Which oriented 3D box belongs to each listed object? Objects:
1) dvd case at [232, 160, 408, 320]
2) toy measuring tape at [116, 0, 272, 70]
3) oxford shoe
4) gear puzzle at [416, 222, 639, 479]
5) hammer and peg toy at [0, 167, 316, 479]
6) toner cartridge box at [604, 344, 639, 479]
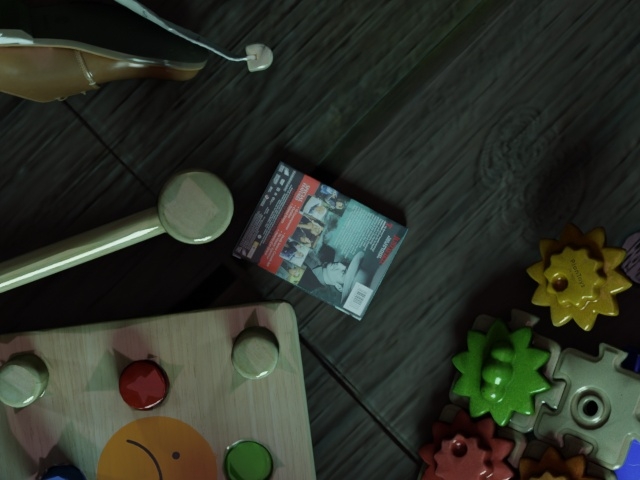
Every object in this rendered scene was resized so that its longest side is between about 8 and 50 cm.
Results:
[{"bbox_3d":[0.000,0.000,1.536,0.119,0.013,0.087,27,91,-2],"label":"dvd case"},{"bbox_3d":[-0.169,-0.249,1.471,0.330,0.121,0.121,26,91,-3],"label":"toy measuring tape"},{"bbox_3d":[-0.196,-0.145,1.505,0.212,0.076,0.076,5,122,-6],"label":"oxford shoe"},{"bbox_3d":[0.169,0.149,1.493,0.175,0.044,0.339,21,93,26],"label":"gear puzzle"},{"bbox_3d":[-0.143,0.132,1.479,0.265,0.127,0.361,-8,93,0],"label":"hammer and peg toy"},{"bbox_3d":[0.396,0.209,1.531,0.347,0.075,0.165,16,92,-3],"label":"toner cartridge box"}]
